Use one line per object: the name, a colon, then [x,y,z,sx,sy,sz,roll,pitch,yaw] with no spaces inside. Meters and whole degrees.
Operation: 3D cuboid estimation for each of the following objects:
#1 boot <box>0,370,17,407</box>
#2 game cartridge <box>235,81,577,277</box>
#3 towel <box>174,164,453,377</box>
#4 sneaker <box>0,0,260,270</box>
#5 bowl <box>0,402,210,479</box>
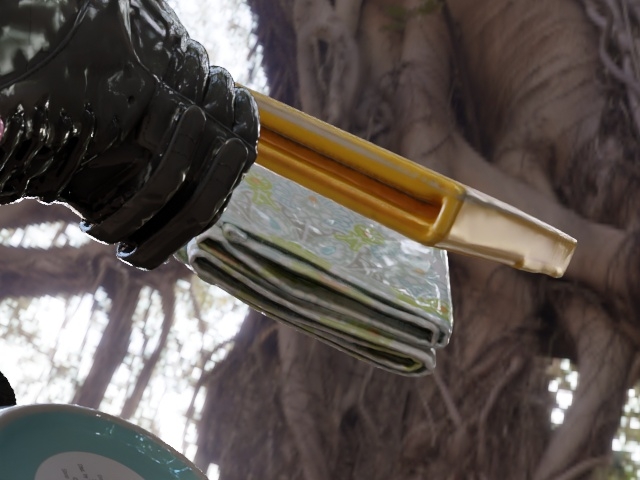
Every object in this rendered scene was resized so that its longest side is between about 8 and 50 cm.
boot: [-0.324,0.115,1.069,0.099,0.045,0.121,2,-54,43]
game cartridge: [0.039,-0.053,0.990,0.285,0.053,0.323,27,4,26]
towel: [0.000,0.000,1.467,0.320,0.374,0.090,26,-67,-8]
sneaker: [-0.101,-0.040,0.478,0.104,0.296,0.147,-40,-77,23]
bowl: [-0.162,0.217,0.750,0.311,0.311,0.163,27,-69,-10]
